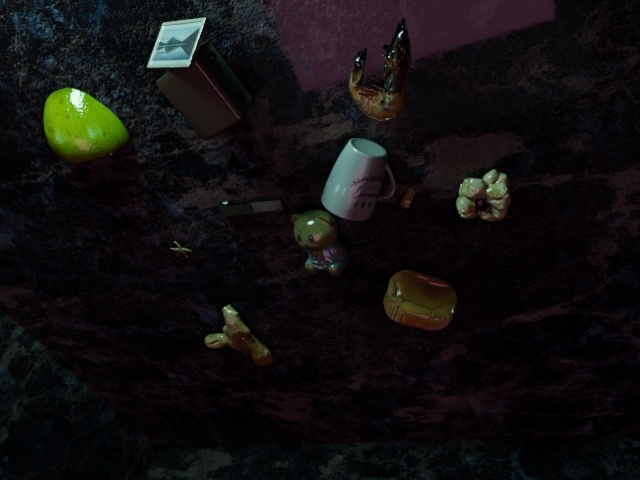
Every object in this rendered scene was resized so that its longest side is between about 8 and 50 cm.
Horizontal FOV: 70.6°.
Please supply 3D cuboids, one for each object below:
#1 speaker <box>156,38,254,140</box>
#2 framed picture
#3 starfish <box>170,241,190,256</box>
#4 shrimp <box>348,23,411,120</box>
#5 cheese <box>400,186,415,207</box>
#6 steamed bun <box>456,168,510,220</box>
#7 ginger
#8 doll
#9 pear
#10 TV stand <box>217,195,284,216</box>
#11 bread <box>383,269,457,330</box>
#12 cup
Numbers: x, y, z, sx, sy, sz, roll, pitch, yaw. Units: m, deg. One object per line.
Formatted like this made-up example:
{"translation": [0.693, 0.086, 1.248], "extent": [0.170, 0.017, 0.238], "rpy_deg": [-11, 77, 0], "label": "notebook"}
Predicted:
{"translation": [-0.349, -0.460, 1.404], "extent": [0.193, 0.153, 0.231], "rpy_deg": [-23, 122, 25], "label": "speaker"}
{"translation": [-0.412, -0.562, 1.296], "extent": [0.203, 0.150, 0.015], "rpy_deg": [16, 175, 35], "label": "framed picture"}
{"translation": [-0.607, 0.040, 1.969], "extent": [0.086, 0.016, 0.092], "rpy_deg": [-15, 123, 19], "label": "starfish"}
{"translation": [0.174, -0.492, 1.345], "extent": [0.178, 0.075, 0.289], "rpy_deg": [8, 144, 7], "label": "shrimp"}
{"translation": [0.315, -0.151, 1.618], "extent": [0.030, 0.044, 0.083], "rpy_deg": [6, 130, -16], "label": "cheese"}
{"translation": [0.563, -0.145, 1.536], "extent": [0.178, 0.106, 0.192], "rpy_deg": [5, 129, 4], "label": "steamed bun"}
{"translation": [-0.384, 0.493, 2.245], "extent": [0.363, 0.122, 0.348], "rpy_deg": [28, 138, 0], "label": "ginger"}
{"translation": [0.000, 0.000, 1.726], "extent": [0.177, 0.161, 0.260], "rpy_deg": [4, 136, 36], "label": "doll"}
{"translation": [-0.854, -0.401, 1.571], "extent": [0.288, 0.139, 0.239], "rpy_deg": [-5, 120, 13], "label": "pear"}
{"translation": [-0.267, -0.133, 1.741], "extent": [0.257, 0.040, 0.048], "rpy_deg": [-5, 128, 15], "label": "TV stand"}
{"translation": [0.405, 0.253, 1.861], "extent": [0.288, 0.204, 0.156], "rpy_deg": [10, 148, 6], "label": "bread"}
{"translation": [0.156, -0.210, 1.534], "extent": [0.258, 0.186, 0.234], "rpy_deg": [0, 128, -29], "label": "cup"}
